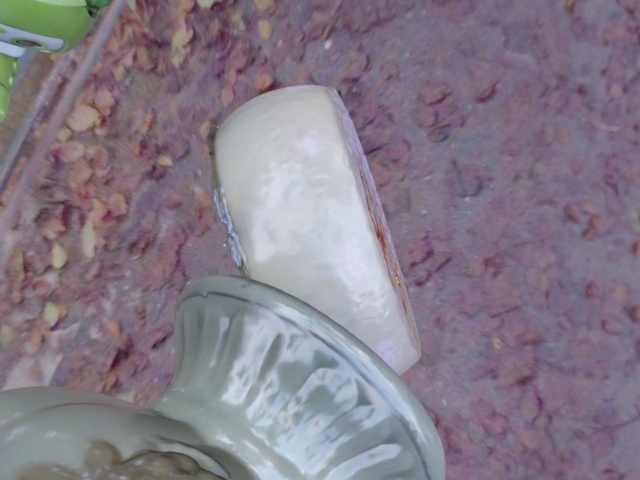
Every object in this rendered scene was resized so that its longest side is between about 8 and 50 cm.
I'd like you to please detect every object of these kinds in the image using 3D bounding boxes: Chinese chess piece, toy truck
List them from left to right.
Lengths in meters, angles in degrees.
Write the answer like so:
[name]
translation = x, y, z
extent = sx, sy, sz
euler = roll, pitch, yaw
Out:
[toy truck]
translation = -0.264, -0.224, 0.704
extent = 0.148, 0.210, 0.187
euler = 14, 53, -26
[Chinese chess piece]
translation = 0.000, 0.000, 0.712
extent = 0.112, 0.270, 0.270
euler = -18, 92, 8

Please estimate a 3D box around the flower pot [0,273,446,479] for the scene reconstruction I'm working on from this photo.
[flower pot]
translation = -0.073, 0.170, 0.478
extent = 0.307, 0.307, 0.244
euler = 44, 58, -5
